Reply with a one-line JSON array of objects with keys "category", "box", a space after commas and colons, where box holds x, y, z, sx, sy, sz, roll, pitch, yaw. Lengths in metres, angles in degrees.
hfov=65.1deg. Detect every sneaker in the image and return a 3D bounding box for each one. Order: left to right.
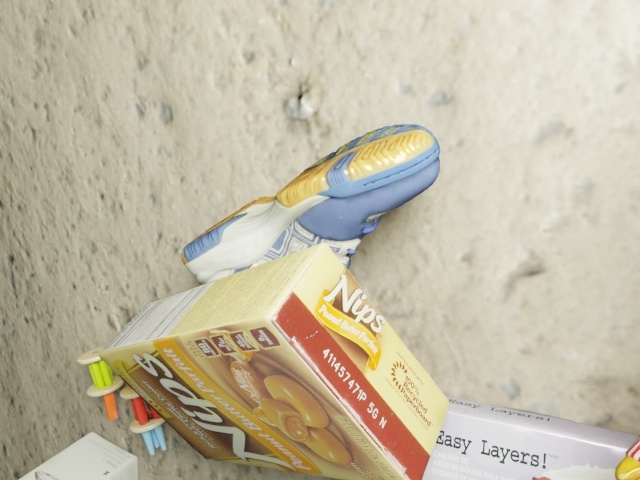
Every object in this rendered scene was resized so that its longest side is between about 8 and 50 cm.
[{"category": "sneaker", "box": [0.000, 0.000, 0.480, 0.296, 0.112, 0.131, -26, 102, 38]}]

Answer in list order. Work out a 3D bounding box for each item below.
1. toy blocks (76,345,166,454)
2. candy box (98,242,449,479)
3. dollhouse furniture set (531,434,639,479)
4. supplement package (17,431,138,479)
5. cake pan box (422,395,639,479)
[{"category": "toy blocks", "box": [-0.273, 0.226, 0.705, 0.123, 0.054, 0.148, -8, 100, 29]}, {"category": "candy box", "box": [-0.065, 0.128, 0.474, 0.316, 0.088, 0.183, -20, 114, 45]}, {"category": "dollhouse furniture set", "box": [0.337, 0.204, 0.297, 0.374, 0.152, 0.201, 43, 83, -15]}, {"category": "supplement package", "box": [-0.369, 0.386, 0.726, 0.105, 0.179, 0.105, 15, 110, 24]}, {"category": "cake pan box", "box": [0.170, 0.274, 0.425, 0.266, 0.070, 0.246, 5, 82, 27]}]
